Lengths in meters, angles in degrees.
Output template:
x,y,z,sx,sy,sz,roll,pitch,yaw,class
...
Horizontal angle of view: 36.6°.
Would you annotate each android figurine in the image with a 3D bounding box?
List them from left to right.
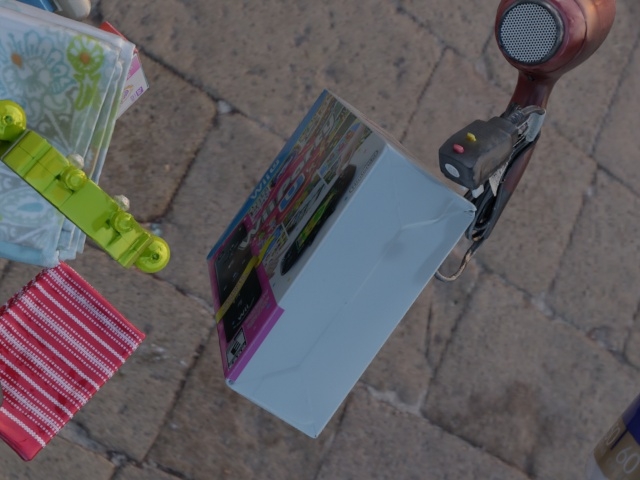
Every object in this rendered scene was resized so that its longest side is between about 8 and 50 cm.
x,y,z,sx,sy,sz,roll,pitch,yaw,class
-0.263,-0.052,1.027,0.248,0.273,0.056,45,78,-21,android figurine

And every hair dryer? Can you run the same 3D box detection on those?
x,y,z,sx,sy,sz,roll,pitch,yaw,class
0.162,-0.122,0.799,0.080,0.223,0.293,33,72,14,hair dryer

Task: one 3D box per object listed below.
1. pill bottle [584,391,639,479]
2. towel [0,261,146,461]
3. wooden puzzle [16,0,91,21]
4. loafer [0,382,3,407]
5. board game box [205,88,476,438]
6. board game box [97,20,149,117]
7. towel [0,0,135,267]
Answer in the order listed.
x,y,z,sx,sy,sz,roll,pitch,yaw,class
0.295,0.088,0.574,0.153,0.153,0.264,28,104,-26,pill bottle
-0.426,0.177,1.485,0.199,0.031,0.275,44,59,-6,towel
-0.471,-0.359,1.323,0.044,0.239,0.221,-92,161,-45,wooden puzzle
-0.490,0.141,1.208,0.134,0.130,0.365,-4,130,6,loafer
0.000,0.000,0.864,0.098,0.303,0.224,33,99,-16,board game box
-0.399,-0.169,1.460,0.064,0.242,0.316,44,83,-2,board game box
-0.438,-0.149,1.159,0.375,0.090,0.320,16,116,-14,towel
